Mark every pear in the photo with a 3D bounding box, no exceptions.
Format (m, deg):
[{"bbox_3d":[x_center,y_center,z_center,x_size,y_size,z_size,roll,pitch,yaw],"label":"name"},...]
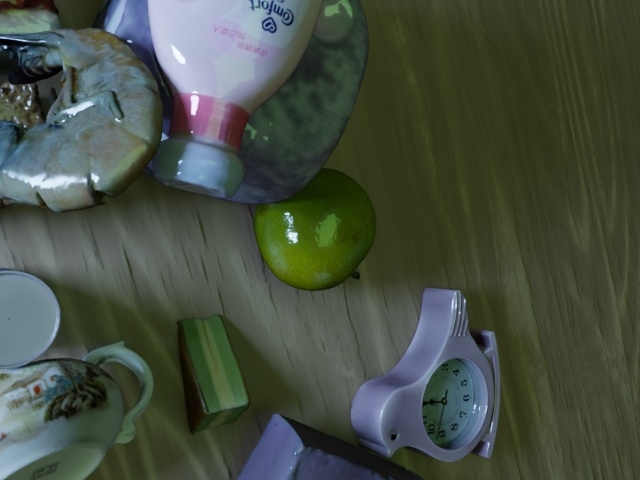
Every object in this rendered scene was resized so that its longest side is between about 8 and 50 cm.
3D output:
[{"bbox_3d":[0.000,0.000,0.893,0.180,0.166,0.216,-61,141,-33],"label":"pear"}]

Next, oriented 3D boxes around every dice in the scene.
[{"bbox_3d":[-0.124,-0.211,0.738,0.271,0.270,0.270,24,76,-30],"label":"dice"}]

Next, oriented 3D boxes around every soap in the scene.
[{"bbox_3d":[-0.004,0.432,0.872,0.296,0.107,0.286,33,83,-28],"label":"soap"}]

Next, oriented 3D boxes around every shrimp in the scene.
[{"bbox_3d":[-0.263,-0.114,0.530,0.075,0.289,0.178,47,51,-57],"label":"shrimp"}]

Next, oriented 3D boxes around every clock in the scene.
[{"bbox_3d":[0.189,0.224,1.047,0.275,0.080,0.291,8,84,-33],"label":"clock"}]

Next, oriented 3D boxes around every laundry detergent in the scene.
[{"bbox_3d":[-0.079,-0.208,0.554,0.158,0.088,0.336,13,85,-14],"label":"laundry detergent"}]

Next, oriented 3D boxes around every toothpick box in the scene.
[{"bbox_3d":[-0.343,0.079,0.661,0.098,0.148,0.099,1,89,-33],"label":"toothpick box"}]

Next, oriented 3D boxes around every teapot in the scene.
[{"bbox_3d":[-0.313,0.200,0.672,0.298,0.204,0.139,-4,47,-49],"label":"teapot"}]

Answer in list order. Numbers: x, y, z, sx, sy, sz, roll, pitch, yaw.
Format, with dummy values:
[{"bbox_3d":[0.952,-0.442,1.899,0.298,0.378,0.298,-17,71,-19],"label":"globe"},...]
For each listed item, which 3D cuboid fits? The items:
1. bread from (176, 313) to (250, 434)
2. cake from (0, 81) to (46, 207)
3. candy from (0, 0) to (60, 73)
[{"bbox_3d":[-0.159,0.184,0.860,0.074,0.084,0.139,-9,63,-32],"label":"bread"},{"bbox_3d":[-0.366,-0.093,0.667,0.147,0.134,0.135,-17,100,-21],"label":"cake"},{"bbox_3d":[-0.439,-0.227,0.590,0.320,0.179,0.135,-16,99,-32],"label":"candy"}]
